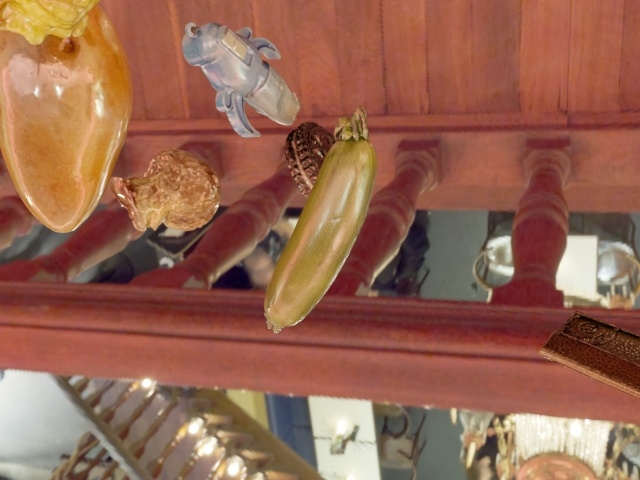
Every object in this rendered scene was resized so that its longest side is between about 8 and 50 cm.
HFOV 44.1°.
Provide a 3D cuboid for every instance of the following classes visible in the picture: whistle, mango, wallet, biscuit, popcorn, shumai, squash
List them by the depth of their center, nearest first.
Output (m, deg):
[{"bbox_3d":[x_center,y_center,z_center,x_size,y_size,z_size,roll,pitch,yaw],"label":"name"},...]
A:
[{"bbox_3d":[-0.001,0.002,0.895,0.071,0.080,0.318,24,120,-1],"label":"squash"},{"bbox_3d":[-0.335,-0.305,0.918,0.198,0.197,0.155,4,95,17],"label":"popcorn"},{"bbox_3d":[-0.396,-0.203,1.214,0.222,0.199,0.384,7,106,19],"label":"mango"},{"bbox_3d":[-0.127,-0.276,1.307,0.093,0.180,0.269,-5,152,35],"label":"whistle"},{"bbox_3d":[0.505,0.195,1.310,0.243,0.133,0.039,23,137,40],"label":"wallet"},{"bbox_3d":[0.011,-0.114,1.344,0.053,0.194,0.194,-30,101,25],"label":"biscuit"},{"bbox_3d":[-0.293,-0.078,1.471,0.209,0.153,0.161,-17,102,45],"label":"shumai"}]
